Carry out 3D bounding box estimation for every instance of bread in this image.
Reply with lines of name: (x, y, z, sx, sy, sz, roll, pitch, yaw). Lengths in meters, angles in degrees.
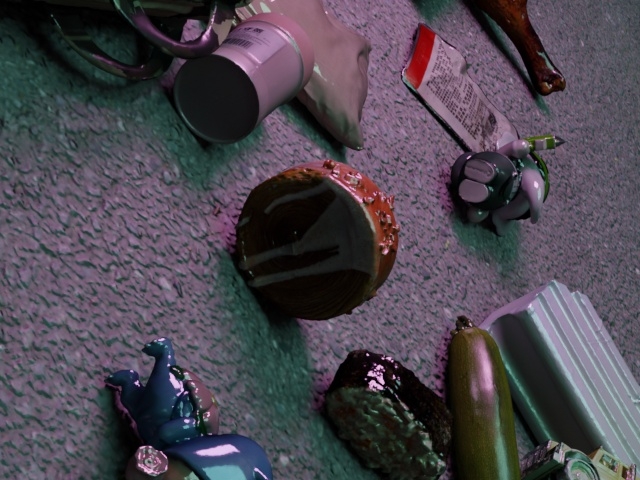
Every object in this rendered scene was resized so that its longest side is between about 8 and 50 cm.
bread: (0.000, 0.000, 1.253, 0.160, 0.160, 0.073, 63, 26, 4)

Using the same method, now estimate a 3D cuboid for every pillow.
pillow: (-0.027, -0.244, 1.493, 0.270, 0.067, 0.173, 41, 42, -28)

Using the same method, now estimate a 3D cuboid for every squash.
squash: (0.184, 0.211, 1.424, 0.080, 0.071, 0.318, 28, 45, -42)

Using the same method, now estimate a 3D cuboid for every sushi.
sushi: (0.071, 0.179, 1.277, 0.150, 0.090, 0.078, 50, 38, -21)

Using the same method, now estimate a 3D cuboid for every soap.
soap: (0.325, 0.195, 1.613, 0.289, 0.095, 0.173, 59, 33, -2)

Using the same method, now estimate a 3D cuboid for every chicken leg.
chicken leg: (0.277, -0.411, 2.035, 0.407, 0.096, 0.158, 64, 14, 4)

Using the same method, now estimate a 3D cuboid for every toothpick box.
toothpick box: (-0.077, -0.171, 1.333, 0.098, 0.098, 0.149, 55, 33, -9)

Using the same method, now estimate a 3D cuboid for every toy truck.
toy truck: (0.334, 0.313, 1.462, 0.259, 0.128, 0.135, 32, 43, -14)

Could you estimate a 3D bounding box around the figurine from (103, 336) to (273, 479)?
figurine: (-0.121, 0.172, 1.009, 0.144, 0.114, 0.178, -9, 61, -49)

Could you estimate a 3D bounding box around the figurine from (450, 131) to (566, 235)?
figurine: (0.249, -0.077, 1.708, 0.192, 0.126, 0.147, -2, 102, -62)

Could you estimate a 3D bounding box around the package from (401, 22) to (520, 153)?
package: (0.208, -0.196, 1.817, 0.239, 0.030, 0.154, 45, 36, -23)

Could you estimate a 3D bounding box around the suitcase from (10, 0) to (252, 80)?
suitcase: (-0.193, -0.322, 1.211, 0.351, 0.194, 0.339, -8, 87, -56)
